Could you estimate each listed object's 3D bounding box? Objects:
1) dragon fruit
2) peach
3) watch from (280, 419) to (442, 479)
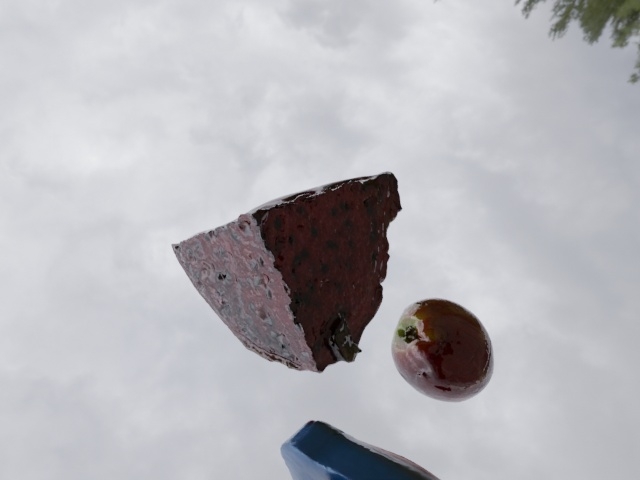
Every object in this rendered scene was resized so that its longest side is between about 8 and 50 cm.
[{"bbox_3d":[0.000,0.000,0.585,0.330,0.240,0.302,-36,-106,-21],"label":"dragon fruit"},{"bbox_3d":[0.235,0.209,0.793,0.198,0.197,0.197,5,-114,-12],"label":"peach"},{"bbox_3d":[0.011,0.341,0.324,0.242,0.305,0.275,12,-145,40],"label":"watch"}]
